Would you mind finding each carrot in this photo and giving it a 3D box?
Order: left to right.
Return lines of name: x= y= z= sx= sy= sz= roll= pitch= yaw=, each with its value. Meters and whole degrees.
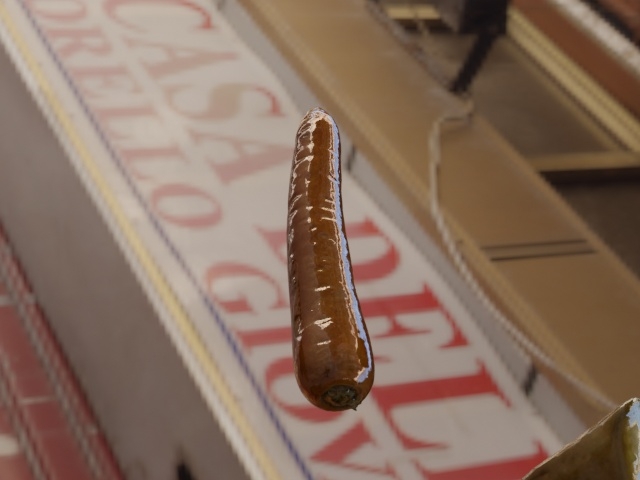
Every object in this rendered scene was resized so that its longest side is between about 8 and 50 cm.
carrot: x=0.000 y=0.000 z=0.772 sx=0.037 sy=0.037 sz=0.190 roll=119 pitch=-27 yaw=-45

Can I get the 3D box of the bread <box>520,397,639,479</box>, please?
bread: x=0.241 y=0.340 z=1.087 sx=0.245 sy=0.233 sz=0.361 roll=-38 pitch=-127 yaw=21
